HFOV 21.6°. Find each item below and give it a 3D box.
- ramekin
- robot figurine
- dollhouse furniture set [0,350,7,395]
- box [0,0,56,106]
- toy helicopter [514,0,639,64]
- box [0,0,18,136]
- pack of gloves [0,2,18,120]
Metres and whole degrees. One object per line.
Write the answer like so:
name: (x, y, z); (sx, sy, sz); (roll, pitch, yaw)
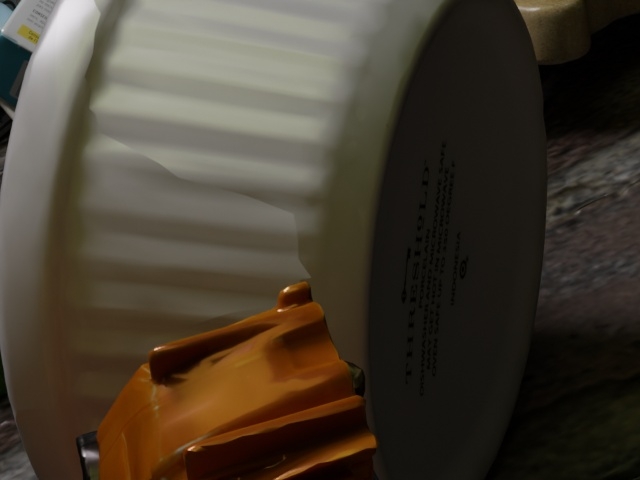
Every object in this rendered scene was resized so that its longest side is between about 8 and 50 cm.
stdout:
ramekin: (0.000, 0.000, 0.660); (0.127, 0.272, 0.273); (6, 38, 22)
robot figurine: (-0.057, 0.145, 0.429); (0.211, 0.291, 0.085); (-13, 45, -10)
dollhouse furniture set: (-0.330, 0.030, 0.900); (0.302, 0.197, 0.151); (-26, 29, -8)
box: (-0.138, -0.179, 1.179); (0.060, 0.101, 0.244); (-51, 11, 49)
toy helicopter: (0.159, -0.156, 0.988); (0.355, 0.140, 0.235); (-5, 22, 9)
box: (-0.348, -0.069, 1.204); (0.169, 0.087, 0.290); (3, 37, 39)
pack of gloves: (-0.212, -0.180, 1.212); (0.195, 0.232, 0.046); (-35, -12, -41)
